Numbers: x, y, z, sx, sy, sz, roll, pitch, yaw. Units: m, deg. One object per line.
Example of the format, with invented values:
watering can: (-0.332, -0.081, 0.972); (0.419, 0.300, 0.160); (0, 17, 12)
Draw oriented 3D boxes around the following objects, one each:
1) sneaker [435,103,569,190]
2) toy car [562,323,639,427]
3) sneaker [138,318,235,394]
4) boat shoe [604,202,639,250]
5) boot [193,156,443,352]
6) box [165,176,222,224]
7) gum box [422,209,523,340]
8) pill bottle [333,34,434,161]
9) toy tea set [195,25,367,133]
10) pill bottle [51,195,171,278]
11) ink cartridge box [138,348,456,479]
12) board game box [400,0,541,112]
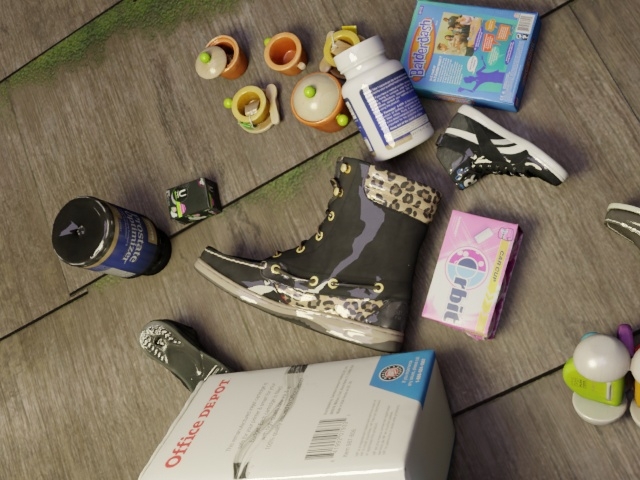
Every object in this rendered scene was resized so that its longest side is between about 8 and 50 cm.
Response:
sneaker: (0.279, -0.116, 1.343); (0.217, 0.079, 0.121); (39, 99, 32)
toy car: (0.441, 0.180, 1.191); (0.182, 0.159, 0.136); (5, 47, 23)
sneaker: (-0.216, 0.218, 1.473); (0.227, 0.130, 0.087); (41, 91, -4)
boat shoe: (0.510, 0.021, 1.214); (0.228, 0.081, 0.068); (30, 88, 22)
boot: (0.000, 0.000, 1.392); (0.378, 0.138, 0.284); (20, 88, 20)
box: (-0.233, -0.072, 1.546); (0.083, 0.052, 0.062); (-16, 75, 17)
gum box: (0.239, 0.057, 1.325); (0.107, 0.062, 0.188); (15, 85, 24)
pill bottle: (0.099, -0.233, 1.378); (0.112, 0.112, 0.186); (-25, 98, 16)
toy tea set: (-0.079, -0.293, 1.489); (0.336, 0.124, 0.199); (3, 81, 22)
pill bottle: (-0.361, 0.002, 1.492); (0.123, 0.219, 0.122); (-4, 79, 21)
ink cartridge box: (-0.022, 0.319, 1.243); (0.395, 0.285, 0.166); (-9, 111, 20)
board game box: (0.244, -0.310, 1.405); (0.210, 0.047, 0.160); (15, 86, 24)
